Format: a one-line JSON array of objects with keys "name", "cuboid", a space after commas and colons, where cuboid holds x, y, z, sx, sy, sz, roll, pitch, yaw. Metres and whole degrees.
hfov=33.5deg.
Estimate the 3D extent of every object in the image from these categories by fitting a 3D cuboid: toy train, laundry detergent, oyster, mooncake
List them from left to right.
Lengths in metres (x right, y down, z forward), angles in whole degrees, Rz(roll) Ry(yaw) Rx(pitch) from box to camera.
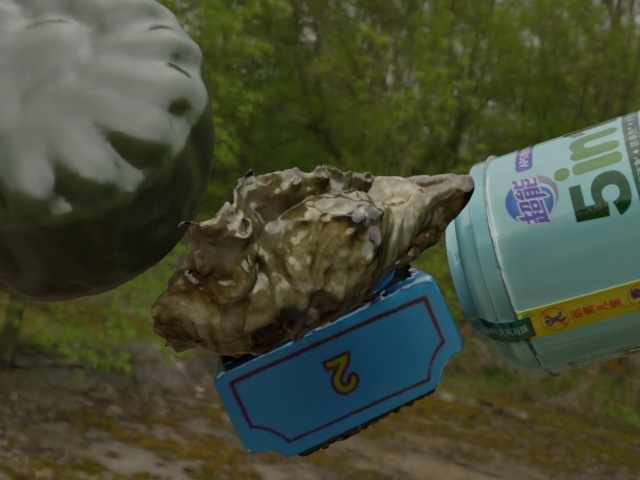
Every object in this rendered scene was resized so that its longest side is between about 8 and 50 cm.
[{"name": "mooncake", "cuboid": [-0.292, -0.124, 1.148, 0.356, 0.357, 0.194, 11, -27, 8]}, {"name": "oyster", "cuboid": [-0.003, 0.006, 0.950, 0.337, 0.133, 0.198, -27, -10, -44]}, {"name": "toy train", "cuboid": [-0.004, 0.109, 1.292, 0.300, 0.265, 0.188, -25, 6, -1]}, {"name": "laundry detergent", "cuboid": [0.326, 0.008, 1.292, 0.305, 0.287, 0.287, -18, -13, 21]}]
